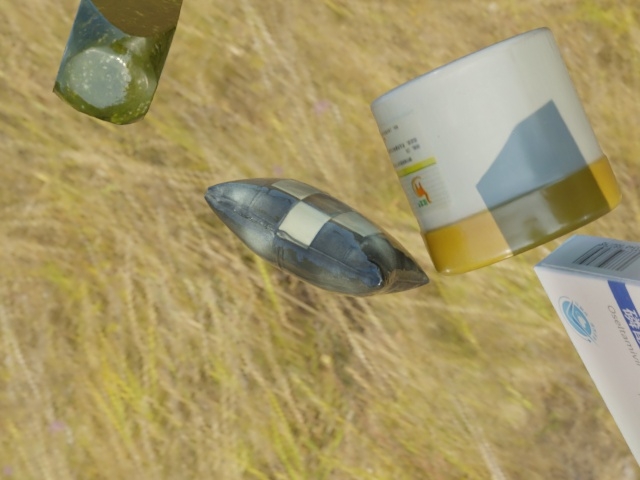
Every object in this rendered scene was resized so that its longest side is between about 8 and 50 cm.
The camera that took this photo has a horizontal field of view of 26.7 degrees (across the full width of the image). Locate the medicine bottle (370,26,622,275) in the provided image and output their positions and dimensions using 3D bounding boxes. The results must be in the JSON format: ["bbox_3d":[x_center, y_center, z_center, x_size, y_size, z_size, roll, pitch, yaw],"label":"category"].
[{"bbox_3d":[0.205,-0.105,1.597,0.238,0.238,0.232,-23,91,35],"label":"medicine bottle"}]

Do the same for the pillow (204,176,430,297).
[{"bbox_3d":[0.000,0.000,1.609,0.250,0.186,0.106,29,101,22],"label":"pillow"}]

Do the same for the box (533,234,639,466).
[{"bbox_3d":[0.345,0.158,1.258,0.065,0.343,0.200,-34,15,-16],"label":"box"}]

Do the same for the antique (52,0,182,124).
[{"bbox_3d":[-0.163,-0.176,1.121,0.221,0.081,0.080,-93,23,-59],"label":"antique"}]
